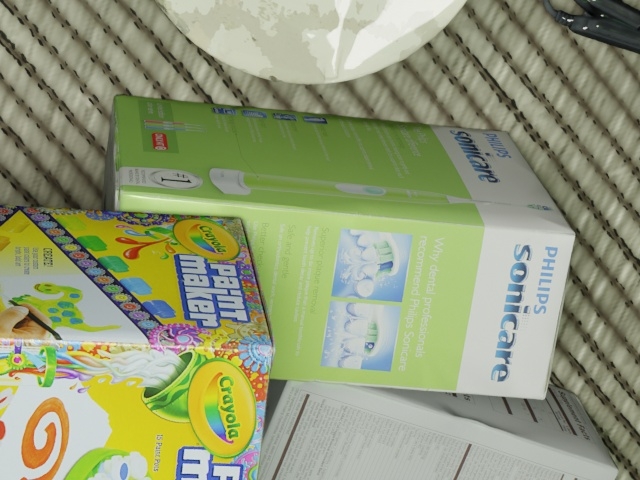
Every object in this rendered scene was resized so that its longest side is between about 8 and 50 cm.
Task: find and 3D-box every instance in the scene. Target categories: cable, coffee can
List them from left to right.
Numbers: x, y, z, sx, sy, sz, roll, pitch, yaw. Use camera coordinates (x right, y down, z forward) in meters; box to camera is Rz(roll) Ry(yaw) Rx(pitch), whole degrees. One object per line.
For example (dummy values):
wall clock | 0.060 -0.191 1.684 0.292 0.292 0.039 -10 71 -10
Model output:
coffee can | -0.018 -0.224 1.138 0.202 0.275 0.201 -3 110 -7
cable | 0.249 -0.195 1.311 0.184 0.047 0.150 15 103 -10

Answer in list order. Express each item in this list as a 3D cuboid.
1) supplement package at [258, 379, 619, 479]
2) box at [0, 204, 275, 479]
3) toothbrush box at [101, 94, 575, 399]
supplement package | 0.063 0.157 1.364 0.244 0.134 0.139 19 107 -13
box | -0.184 0.144 1.087 0.279 0.177 0.290 4 113 -10
toothbrush box | 0.000 0.000 1.260 0.283 0.206 0.122 3 110 -9
